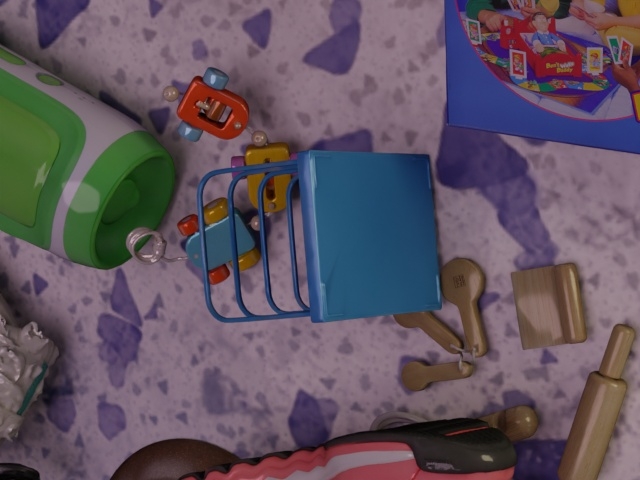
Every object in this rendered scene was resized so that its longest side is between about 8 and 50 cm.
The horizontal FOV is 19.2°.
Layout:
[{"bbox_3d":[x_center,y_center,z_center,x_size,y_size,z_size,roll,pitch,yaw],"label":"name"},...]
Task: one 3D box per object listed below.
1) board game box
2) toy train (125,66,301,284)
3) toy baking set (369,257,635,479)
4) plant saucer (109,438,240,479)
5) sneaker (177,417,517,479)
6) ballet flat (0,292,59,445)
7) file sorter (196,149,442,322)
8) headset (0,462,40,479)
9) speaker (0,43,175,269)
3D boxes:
[{"bbox_3d":[0.252,-0.171,1.245,0.347,0.078,0.233,11,121,26],"label":"board game box"},{"bbox_3d":[-0.082,-0.051,1.480,0.125,0.046,0.166,21,110,-8],"label":"toy train"},{"bbox_3d":[0.129,0.130,1.429,0.197,0.030,0.256,18,100,30],"label":"toy baking set"},{"bbox_3d":[-0.113,0.265,1.574,0.199,0.036,0.198,5,100,28],"label":"plant saucer"},{"bbox_3d":[0.028,0.214,1.414,0.314,0.116,0.136,-19,80,41],"label":"sneaker"},{"bbox_3d":[-0.387,0.018,1.643,0.409,0.147,0.147,39,114,14],"label":"ballet flat"},{"bbox_3d":[0.000,0.000,1.386,0.104,0.170,0.118,-6,88,32],"label":"file sorter"},{"bbox_3d":[-0.296,0.376,1.567,0.185,0.243,0.394,9,90,-9],"label":"headset"},{"bbox_3d":[-0.266,-0.091,1.543,0.297,0.131,0.131,30,111,20],"label":"speaker"}]
